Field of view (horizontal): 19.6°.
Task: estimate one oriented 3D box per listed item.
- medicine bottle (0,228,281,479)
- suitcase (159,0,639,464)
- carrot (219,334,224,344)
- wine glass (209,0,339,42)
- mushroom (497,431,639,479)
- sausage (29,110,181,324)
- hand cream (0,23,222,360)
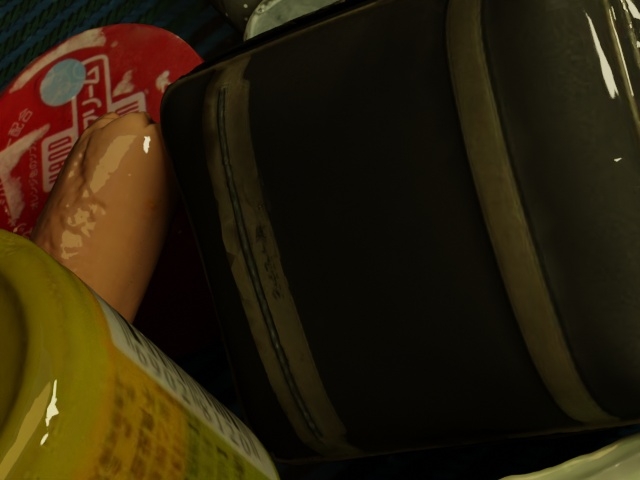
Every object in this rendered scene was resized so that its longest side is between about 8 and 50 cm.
[{"bbox_3d":[-0.132,0.174,1.055,0.224,0.384,0.224,-15,54,22],"label":"medicine bottle"},{"bbox_3d":[0.097,-0.015,1.061,0.434,0.194,0.283,-14,93,49],"label":"suitcase"},{"bbox_3d":[0.000,0.000,1.295,0.087,0.087,0.193,17,68,37],"label":"carrot"},{"bbox_3d":[-0.043,-0.224,1.451,0.111,0.111,0.204,-32,51,9],"label":"wine glass"},{"bbox_3d":[0.135,0.232,0.954,0.292,0.212,0.217,-9,45,9],"label":"mushroom"},{"bbox_3d":[-0.166,0.052,1.196,0.086,0.086,0.289,22,89,39],"label":"sausage"},{"bbox_3d":[-0.139,-0.030,1.357,0.230,0.149,0.230,-14,55,20],"label":"hand cream"}]
